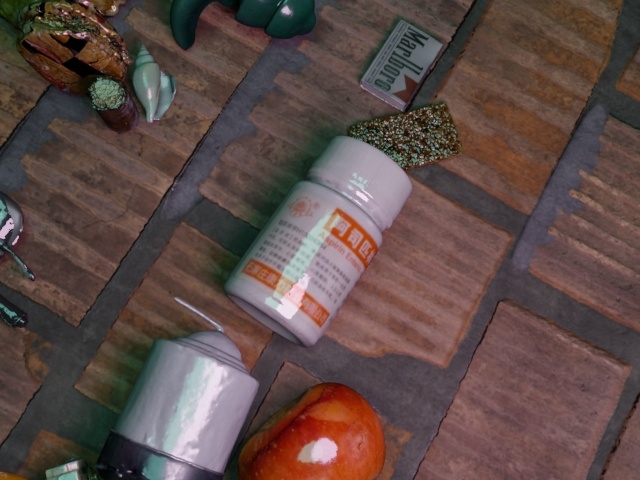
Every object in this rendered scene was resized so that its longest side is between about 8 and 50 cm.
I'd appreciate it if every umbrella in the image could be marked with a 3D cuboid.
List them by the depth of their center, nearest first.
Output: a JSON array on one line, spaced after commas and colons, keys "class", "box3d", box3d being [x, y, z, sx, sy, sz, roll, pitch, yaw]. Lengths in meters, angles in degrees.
[{"class": "umbrella", "box3d": [-0.621, 0.123, 1.479, 0.133, 0.031, 0.036, 36, 98, 4]}]

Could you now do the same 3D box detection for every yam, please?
[{"class": "yam", "box3d": [-0.409, -0.268, 1.532, 0.079, 0.141, 0.079, 1, 78, -3]}]

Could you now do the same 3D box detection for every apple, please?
[{"class": "apple", "box3d": [-0.012, 0.386, 1.356, 0.272, 0.251, 0.206, -37, 83, -24]}]

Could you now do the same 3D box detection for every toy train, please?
[{"class": "toy train", "box3d": [-0.428, 0.484, 1.361, 0.081, 0.125, 0.193, -17, 78, -5]}]

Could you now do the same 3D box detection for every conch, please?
[{"class": "conch", "box3d": [-0.352, -0.328, 1.599, 0.065, 0.088, 0.180, -14, 83, 36]}]

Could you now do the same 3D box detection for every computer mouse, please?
[{"class": "computer mouse", "box3d": [-0.687, -0.049, 1.487, 0.379, 0.090, 0.167, 44, 77, 0]}]

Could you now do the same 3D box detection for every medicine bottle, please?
[{"class": "medicine bottle", "box3d": [0.000, 0.000, 1.468, 0.211, 0.211, 0.371, 34, 77, 3]}]

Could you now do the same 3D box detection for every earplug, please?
[{"class": "earplug", "box3d": [-0.149, -0.487, 1.600, 0.280, 0.164, 0.257, 26, 82, -9]}]

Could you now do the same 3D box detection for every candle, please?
[{"class": "candle", "box3d": [-0.236, 0.300, 1.373, 0.221, 0.221, 0.342, 24, 75, 1]}]

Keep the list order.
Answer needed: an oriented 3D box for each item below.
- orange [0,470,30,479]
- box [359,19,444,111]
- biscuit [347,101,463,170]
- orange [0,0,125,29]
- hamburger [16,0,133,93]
[{"class": "orange", "box3d": [-0.563, 0.507, 1.316, 0.220, 0.193, 0.219, 6, 60, -11]}, {"class": "box", "box3d": [0.176, -0.381, 1.664, 0.115, 0.036, 0.177, 31, 76, 2]}, {"class": "biscuit", "box3d": [0.182, -0.212, 1.630, 0.231, 0.025, 0.130, -16, 79, -8]}, {"class": "orange", "box3d": [-0.520, -0.592, 1.570, 0.271, 0.210, 0.368, 44, 79, 3]}, {"class": "hamburger", "box3d": [-0.490, -0.375, 1.513, 0.231, 0.231, 0.106, 7, 64, -3]}]
